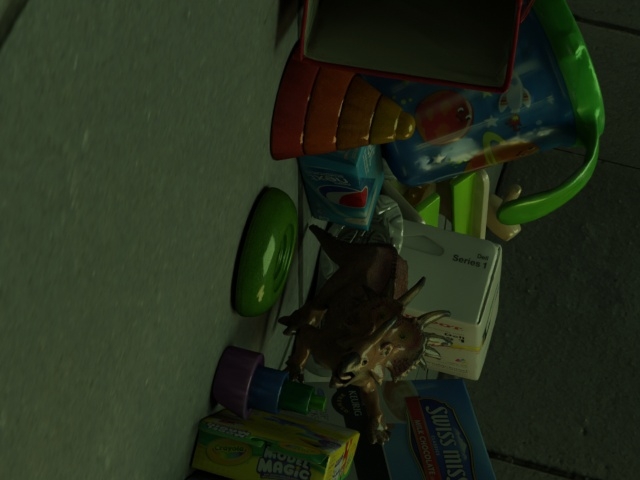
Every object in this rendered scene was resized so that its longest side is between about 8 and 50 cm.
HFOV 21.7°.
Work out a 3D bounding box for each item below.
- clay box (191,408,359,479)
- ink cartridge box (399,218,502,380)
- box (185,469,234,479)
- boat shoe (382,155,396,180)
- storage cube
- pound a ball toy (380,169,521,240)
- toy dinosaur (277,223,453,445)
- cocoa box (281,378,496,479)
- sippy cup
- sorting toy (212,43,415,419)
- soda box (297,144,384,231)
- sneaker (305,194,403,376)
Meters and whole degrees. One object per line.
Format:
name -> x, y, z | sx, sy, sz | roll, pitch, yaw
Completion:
clay box -> -0.043, 0.205, 1.623 | 0.222, 0.127, 0.053 | -5, 109, -79
ink cartridge box -> 0.127, 0.076, 2.199 | 0.278, 0.201, 0.117 | 77, 29, -70
box -> -0.060, 0.254, 1.546 | 0.186, 0.145, 0.038 | -16, 118, -79
boat shoe -> 0.120, -0.189, 2.139 | 0.081, 0.079, 0.227 | 83, 26, -77
storage cube -> 0.092, -0.269, 1.480 | 0.193, 0.215, 0.183 | -75, 173, -51
pound a ball toy -> 0.185, -0.061, 2.441 | 0.208, 0.135, 0.319 | -36, 160, -11
toy dinosaur -> 0.051, 0.071, 1.736 | 0.295, 0.127, 0.200 | -91, -156, -44
cocoa box -> 0.066, 0.364, 1.996 | 0.231, 0.228, 0.347 | -104, -164, -51
sippy cup -> 0.156, -0.172, 1.803 | 0.305, 0.224, 0.240 | -118, -175, -57
sorting toy -> 0.000, 0.000, 1.579 | 0.127, 0.126, 0.365 | 0, 103, -81
soda box -> 0.024, -0.080, 1.774 | 0.210, 0.067, 0.071 | 74, 32, -71
sneaker -> 0.032, 0.054, 2.016 | 0.115, 0.090, 0.232 | 84, 30, -82
